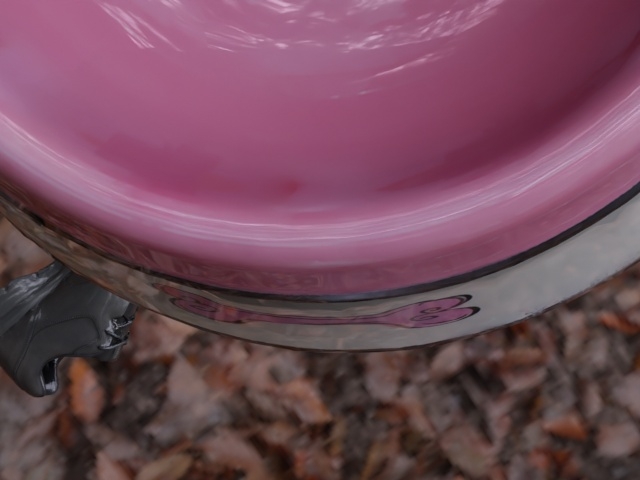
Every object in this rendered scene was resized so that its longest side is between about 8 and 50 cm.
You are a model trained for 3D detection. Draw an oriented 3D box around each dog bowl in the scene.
[{"bbox_3d":[0.001,-0.159,0.586,0.408,0.408,0.150,54,5,5],"label":"dog bowl"}]

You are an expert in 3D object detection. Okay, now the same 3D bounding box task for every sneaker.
[{"bbox_3d":[-0.225,0.051,1.705,0.130,0.286,0.109,53,15,10],"label":"sneaker"}]
